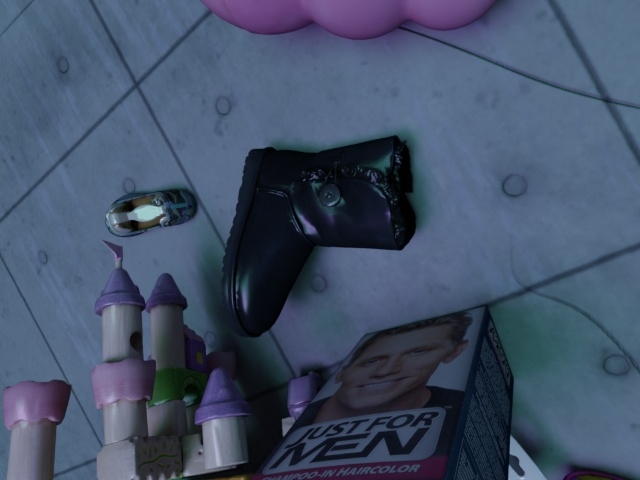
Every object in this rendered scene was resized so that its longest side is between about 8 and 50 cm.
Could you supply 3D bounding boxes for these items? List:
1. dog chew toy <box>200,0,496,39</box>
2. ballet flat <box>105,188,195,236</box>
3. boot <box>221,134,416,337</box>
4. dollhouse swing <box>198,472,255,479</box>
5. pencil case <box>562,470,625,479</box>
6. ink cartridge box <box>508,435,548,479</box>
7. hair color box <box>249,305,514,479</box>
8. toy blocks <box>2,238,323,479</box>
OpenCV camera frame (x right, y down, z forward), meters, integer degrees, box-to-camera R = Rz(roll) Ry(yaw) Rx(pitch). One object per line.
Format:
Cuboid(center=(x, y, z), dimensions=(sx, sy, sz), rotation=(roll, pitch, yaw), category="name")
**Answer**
Cuboid(center=(0.025, -0.290, 0.433), dimensions=(0.331, 0.206, 0.207), rotation=(17, 109, 12), category="dog chew toy")
Cuboid(center=(-0.279, -0.041, 0.699), dimensions=(0.188, 0.070, 0.070), rotation=(-13, 97, 27), category="ballet flat")
Cuboid(center=(0.000, 0.000, 0.539), dimensions=(0.207, 0.094, 0.247), rotation=(3, 80, 26), category="boot")
Cuboid(center=(-0.126, 0.495, 0.614), dimensions=(0.346, 0.315, 0.305), rotation=(-24, 57, 28), category="dollhouse swing")
Cuboid(center=(0.306, 0.381, 0.509), dimensions=(0.104, 0.104, 0.237), rotation=(4, 103, 24), category="pencil case")
Cuboid(center=(0.170, 0.283, 0.566), dimensions=(0.198, 0.067, 0.115), rotation=(-42, 83, 28), category="ink cartridge box")
Cuboid(center=(0.073, 0.185, 0.429), dimensions=(0.173, 0.347, 0.105), rotation=(-20, 94, 27), category="hair color box")
Cuboid(center=(-0.169, 0.160, 0.593), dimensions=(0.308, 0.289, 0.260), rotation=(-16, 64, 10), category="toy blocks")
